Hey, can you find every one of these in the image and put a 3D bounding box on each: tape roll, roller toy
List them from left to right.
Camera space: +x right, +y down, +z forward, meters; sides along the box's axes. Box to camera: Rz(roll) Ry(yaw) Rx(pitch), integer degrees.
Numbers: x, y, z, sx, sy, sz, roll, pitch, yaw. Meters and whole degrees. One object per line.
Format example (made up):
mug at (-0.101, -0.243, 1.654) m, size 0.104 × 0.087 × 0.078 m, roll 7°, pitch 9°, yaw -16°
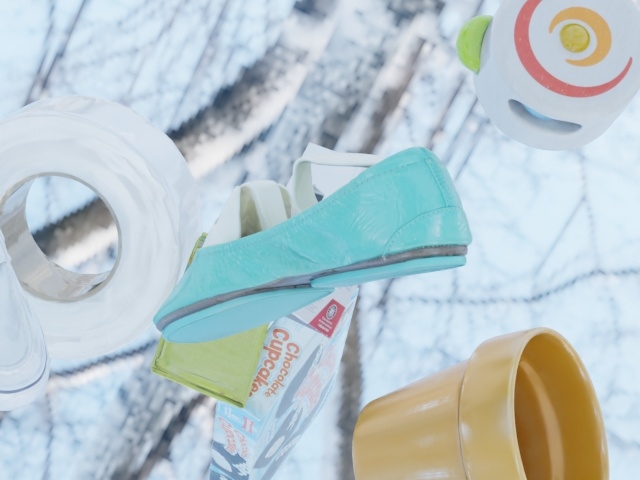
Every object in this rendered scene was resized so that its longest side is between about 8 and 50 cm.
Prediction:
tape roll at (-0.278, -0.016, 2.097) m, size 0.286 × 0.286 × 0.100 m, roll 29°, pitch -160°, yaw 2°
roller toy at (0.285, -0.214, 2.217) m, size 0.209 × 0.146 × 0.191 m, roll -23°, pitch -103°, yaw -15°

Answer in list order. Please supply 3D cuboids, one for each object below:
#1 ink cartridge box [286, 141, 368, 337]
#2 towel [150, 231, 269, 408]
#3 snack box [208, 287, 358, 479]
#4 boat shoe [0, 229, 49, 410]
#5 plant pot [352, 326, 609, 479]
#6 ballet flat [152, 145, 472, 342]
ink cartridge box at (0.000, 0.000, 1.567) m, size 0.056 × 0.135 × 0.099 m, roll 25°, pitch 173°, yaw 28°
towel at (-0.100, 0.076, 1.912) m, size 0.102 × 0.021 × 0.237 m, roll 22°, pitch -147°, yaw -4°
snack box at (-0.045, 0.171, 2.102) m, size 0.060 × 0.322 × 0.187 m, roll 33°, pitch -114°, yaw 10°
boat shoe at (-0.274, 0.004, 1.358) m, size 0.095 × 0.084 × 0.258 m, roll -27°, pitch -109°, yaw -31°
plant pot at (0.141, 0.197, 1.754) m, size 0.205 × 0.188 × 0.205 m, roll 31°, pitch -127°, yaw -51°
ballet flat at (-0.010, -0.002, 1.127) m, size 0.083 × 0.247 × 0.087 m, roll 2°, pitch -105°, yaw -45°
